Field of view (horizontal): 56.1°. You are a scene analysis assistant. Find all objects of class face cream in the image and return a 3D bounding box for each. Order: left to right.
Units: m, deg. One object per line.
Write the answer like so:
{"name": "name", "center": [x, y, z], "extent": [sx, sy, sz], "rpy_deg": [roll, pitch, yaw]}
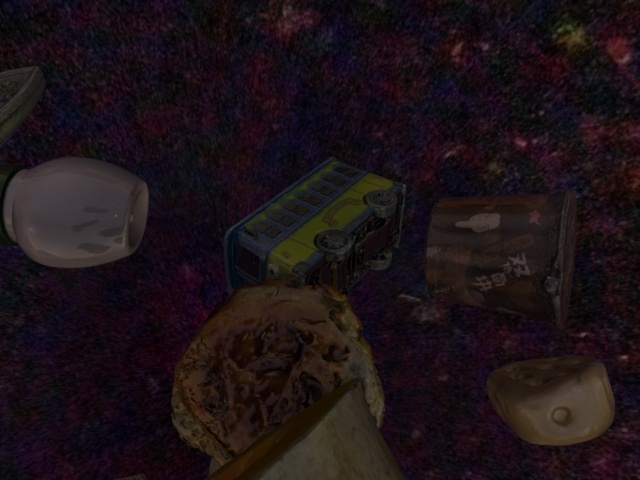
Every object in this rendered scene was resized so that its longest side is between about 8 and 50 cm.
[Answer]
{"name": "face cream", "center": [-0.644, -0.077, 1.543], "extent": [0.356, 0.220, 0.313], "rpy_deg": [6, 57, 0]}

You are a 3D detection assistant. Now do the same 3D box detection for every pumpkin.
{"name": "pumpkin", "center": [-0.047, 0.295, 0.535], "extent": [0.332, 0.332, 0.199], "rpy_deg": [-35, 84, -13]}

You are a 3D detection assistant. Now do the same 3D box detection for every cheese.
{"name": "cheese", "center": [0.399, 0.274, 1.049], "extent": [0.235, 0.218, 0.117], "rpy_deg": [-9, 88, -37]}

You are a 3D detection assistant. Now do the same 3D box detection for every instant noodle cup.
{"name": "instant noodle cup", "center": [0.285, 0.020, 0.948], "extent": [0.207, 0.217, 0.218], "rpy_deg": [5, 75, 27]}

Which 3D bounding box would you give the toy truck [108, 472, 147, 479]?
{"name": "toy truck", "center": [-0.432, 0.503, 0.955], "extent": [0.173, 0.387, 0.207], "rpy_deg": [34, 102, 37]}

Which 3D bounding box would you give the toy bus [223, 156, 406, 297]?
{"name": "toy bus", "center": [0.000, 0.000, 1.037], "extent": [0.190, 0.152, 0.312], "rpy_deg": [25, 44, 26]}

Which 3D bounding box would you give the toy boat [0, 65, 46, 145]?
{"name": "toy boat", "center": [-0.417, -0.087, 0.593], "extent": [0.319, 0.092, 0.141], "rpy_deg": [-37, 47, -19]}

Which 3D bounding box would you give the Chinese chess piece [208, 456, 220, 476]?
{"name": "Chinese chess piece", "center": [-0.070, 0.386, 1.001], "extent": [0.237, 0.238, 0.092], "rpy_deg": [-2, 96, -8]}

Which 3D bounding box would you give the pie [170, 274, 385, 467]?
{"name": "pie", "center": [-0.052, 0.197, 0.802], "extent": [0.308, 0.085, 0.309], "rpy_deg": [-1, 86, 10]}
